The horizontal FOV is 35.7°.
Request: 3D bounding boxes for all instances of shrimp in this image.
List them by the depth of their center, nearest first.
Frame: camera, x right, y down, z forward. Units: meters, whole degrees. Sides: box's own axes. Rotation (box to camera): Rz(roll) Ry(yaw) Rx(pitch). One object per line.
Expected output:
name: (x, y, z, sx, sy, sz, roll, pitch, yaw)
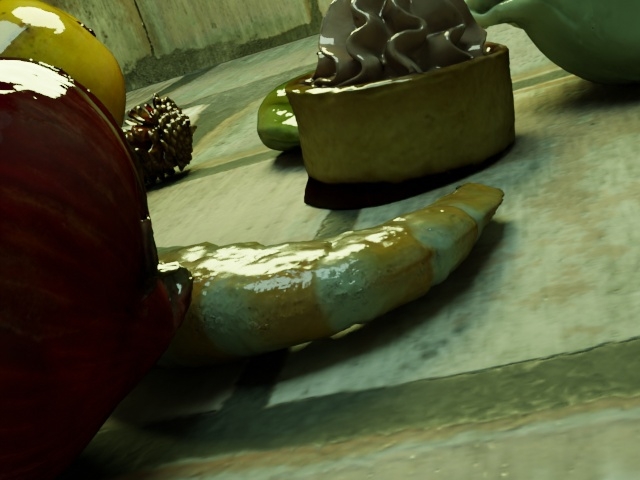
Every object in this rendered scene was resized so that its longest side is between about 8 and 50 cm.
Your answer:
shrimp: (-0.005, 0.010, 0.596, 0.287, 0.068, 0.185, -21, 15, -12)

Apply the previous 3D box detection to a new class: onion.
onion: (-0.165, 0.029, 0.494, 0.248, 0.161, 0.248, -46, 17, 18)

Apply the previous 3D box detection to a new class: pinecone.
pinecone: (-0.199, -0.113, 1.185, 0.109, 0.102, 0.102, -48, 14, 7)

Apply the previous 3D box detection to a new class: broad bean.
broad bean: (0.010, -0.136, 1.056, 0.153, 0.072, 0.207, -32, 20, -20)

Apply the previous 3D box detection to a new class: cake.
cake: (0.055, -0.140, 0.838, 0.208, 0.178, 0.185, -23, 17, -5)

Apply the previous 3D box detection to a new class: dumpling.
dumpling: (0.289, -0.229, 0.871, 0.320, 0.270, 0.212, 27, 66, 35)

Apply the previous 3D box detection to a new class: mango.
mango: (-0.420, -0.110, 1.154, 0.446, 0.232, 0.300, -28, 34, 24)
